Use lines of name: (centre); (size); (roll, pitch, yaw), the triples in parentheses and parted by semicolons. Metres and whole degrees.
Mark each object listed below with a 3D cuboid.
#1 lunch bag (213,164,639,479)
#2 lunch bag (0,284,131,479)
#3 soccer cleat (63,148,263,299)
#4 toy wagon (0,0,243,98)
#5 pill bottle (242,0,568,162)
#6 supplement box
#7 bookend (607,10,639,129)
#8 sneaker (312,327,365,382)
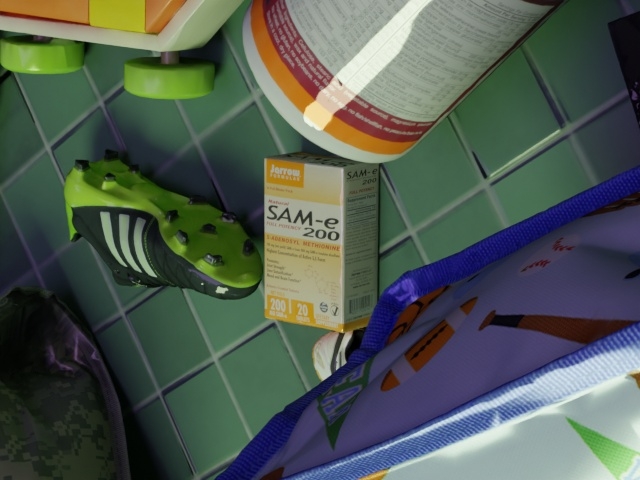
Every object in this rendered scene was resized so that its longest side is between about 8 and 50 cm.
lunch bag: (0.199, 0.125, 0.712); (0.328, 0.239, 0.385); (51, 138, -9)
lunch bag: (-0.242, 0.199, 1.188); (0.235, 0.169, 0.287); (-43, 49, 39)
soccer cleat: (-0.100, 0.004, 1.111); (0.179, 0.060, 0.072); (31, 127, 39)
toy wagon: (-0.167, -0.236, 1.106); (0.344, 0.068, 0.267); (13, 107, 38)
pill bottle: (0.066, -0.147, 0.892); (0.221, 0.121, 0.121); (-44, 71, 37)
supplement box: (0.000, 0.000, 1.033); (0.062, 0.036, 0.098); (8, 104, 38)
bookend: (0.234, -0.054, 0.801); (0.157, 0.072, 0.156); (-19, 87, 40)
sneaker: (0.024, 0.091, 1.035); (0.037, 0.032, 0.083); (-30, 80, 40)
